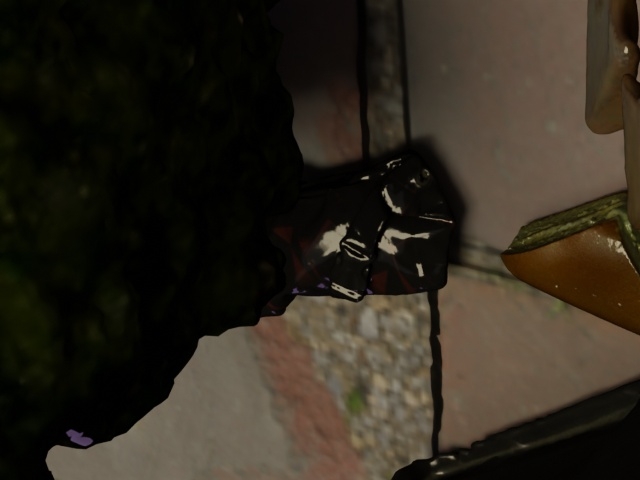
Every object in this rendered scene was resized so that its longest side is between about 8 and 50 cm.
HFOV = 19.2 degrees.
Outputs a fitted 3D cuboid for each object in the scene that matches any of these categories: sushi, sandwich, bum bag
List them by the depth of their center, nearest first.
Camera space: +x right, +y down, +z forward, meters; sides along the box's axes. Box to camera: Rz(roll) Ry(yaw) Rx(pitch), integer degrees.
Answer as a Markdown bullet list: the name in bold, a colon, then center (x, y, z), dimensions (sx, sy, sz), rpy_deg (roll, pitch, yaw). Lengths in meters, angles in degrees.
- **sandwich**: center (0.102, 0.005, 0.662), dimensions (0.083, 0.031, 0.044), rpy_deg (24, 132, 24)
- **sushi**: center (-0.168, -0.049, 0.666), dimensions (0.352, 0.294, 0.178), rpy_deg (7, 122, 38)
- **bum bag**: center (0.001, 0.000, 0.739), dimensions (0.124, 0.034, 0.058), rpy_deg (-8, 101, 41)

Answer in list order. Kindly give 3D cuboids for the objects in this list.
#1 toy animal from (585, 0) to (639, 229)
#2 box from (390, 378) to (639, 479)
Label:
- **toy animal**: center (0.168, -0.033, 0.537), dimensions (0.179, 0.089, 0.188), rpy_deg (-8, 134, -3)
- **box**: center (0.150, 0.233, 0.637), dimensions (0.251, 0.204, 0.345), rpy_deg (-28, 96, 45)
